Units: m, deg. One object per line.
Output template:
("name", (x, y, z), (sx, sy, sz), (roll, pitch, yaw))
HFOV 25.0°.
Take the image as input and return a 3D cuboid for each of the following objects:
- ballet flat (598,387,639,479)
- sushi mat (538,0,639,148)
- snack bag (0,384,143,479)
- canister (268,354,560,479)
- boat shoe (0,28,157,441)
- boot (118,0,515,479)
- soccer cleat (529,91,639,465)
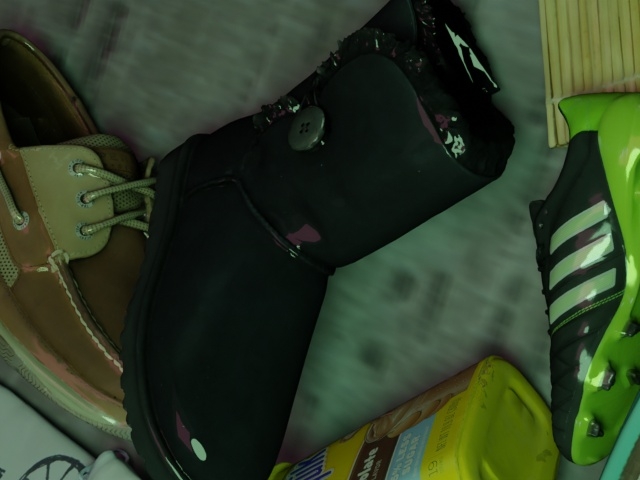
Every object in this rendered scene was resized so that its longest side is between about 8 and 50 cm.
("ballet flat", (0.156, 0.166, 0.634), (0.139, 0.139, 0.400), (37, 113, 34))
("sushi mat", (0.168, -0.211, 0.703), (0.151, 0.019, 0.316), (-8, 82, 36))
("snack bag", (-0.218, 0.255, 0.859), (0.342, 0.037, 0.323), (29, 74, 41))
("canister", (0.031, 0.138, 0.723), (0.170, 0.126, 0.073), (-33, 103, 29))
("boat shoe", (-0.155, -0.011, 0.880), (0.324, 0.123, 0.116), (49, 113, 28))
("boot", (0.000, 0.000, 0.740), (0.207, 0.094, 0.246), (-31, 43, 34))
("soccer cleat", (0.132, 0.017, 0.691), (0.072, 0.060, 0.179), (16, 100, 48))
